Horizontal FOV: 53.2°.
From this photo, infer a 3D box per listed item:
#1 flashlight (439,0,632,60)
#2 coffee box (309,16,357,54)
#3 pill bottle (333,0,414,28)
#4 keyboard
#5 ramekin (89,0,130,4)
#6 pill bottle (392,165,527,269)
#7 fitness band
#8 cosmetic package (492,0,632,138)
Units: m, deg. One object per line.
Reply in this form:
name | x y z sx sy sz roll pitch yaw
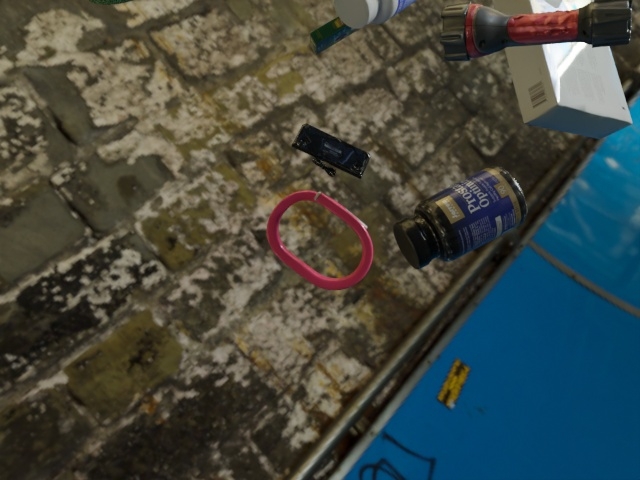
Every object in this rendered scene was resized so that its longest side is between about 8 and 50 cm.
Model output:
flashlight | 0.362 -0.365 1.089 0.103 0.304 0.103 63 39 -47
coffee box | 0.055 -0.594 1.786 0.184 0.040 0.113 -30 -178 3
pill bottle | 0.162 -0.648 1.626 0.272 0.152 0.152 -42 179 -30
keyboard | 0.021 -0.199 1.501 0.023 0.180 0.108 116 -2 -57
ramekin | -0.383 -0.599 1.249 0.303 0.303 0.148 -41 140 -14
pill bottle | 0.248 -0.037 1.154 0.219 0.122 0.123 -27 176 -9
fitness band | 0.000 0.000 1.646 0.209 0.291 0.054 -53 178 6
cosmetic package | 0.532 -0.428 1.424 0.285 0.377 0.097 2 162 -33
